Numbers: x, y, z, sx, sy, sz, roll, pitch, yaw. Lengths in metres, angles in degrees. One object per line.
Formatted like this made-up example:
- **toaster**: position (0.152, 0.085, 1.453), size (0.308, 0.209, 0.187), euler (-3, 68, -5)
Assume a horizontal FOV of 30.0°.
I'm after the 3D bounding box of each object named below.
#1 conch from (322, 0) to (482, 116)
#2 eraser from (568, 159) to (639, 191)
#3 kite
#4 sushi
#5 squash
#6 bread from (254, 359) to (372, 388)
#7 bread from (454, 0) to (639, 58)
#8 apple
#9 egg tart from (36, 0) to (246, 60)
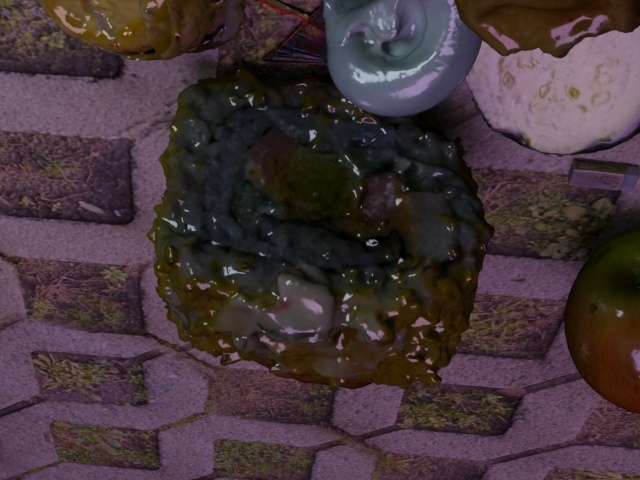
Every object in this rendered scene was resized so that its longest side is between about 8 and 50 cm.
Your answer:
- **conch**: position (0.083, -0.236, 1.222), size (0.185, 0.121, 0.221), euler (31, 124, 4)
- **eraser**: position (0.359, -0.082, 1.514), size (0.083, 0.019, 0.038), euler (6, 146, 2)
- **kite**: position (0.001, -0.240, 1.349), size (0.159, 0.010, 0.190), euler (27, 141, -25)
- **sushi**: position (0.000, 0.000, 1.404), size (0.396, 0.351, 0.240), euler (8, 148, 2)
- **squash**: position (0.267, -0.210, 1.283), size (0.220, 0.133, 0.220), euler (9, 134, 10)
- **bread**: position (0.017, 0.104, 1.745), size (0.312, 0.172, 0.312), euler (8, 151, 5)
- **bread**: position (0.203, -0.312, 1.021), size (0.196, 0.238, 0.252), euler (28, 169, 36)
- **apple**: position (0.447, 0.103, 1.583), size (0.246, 0.246, 0.226), euler (-6, 131, 21)
- **egg tart**: position (-0.210, -0.270, 1.233), size (0.279, 0.095, 0.279), euler (15, 154, 8)
